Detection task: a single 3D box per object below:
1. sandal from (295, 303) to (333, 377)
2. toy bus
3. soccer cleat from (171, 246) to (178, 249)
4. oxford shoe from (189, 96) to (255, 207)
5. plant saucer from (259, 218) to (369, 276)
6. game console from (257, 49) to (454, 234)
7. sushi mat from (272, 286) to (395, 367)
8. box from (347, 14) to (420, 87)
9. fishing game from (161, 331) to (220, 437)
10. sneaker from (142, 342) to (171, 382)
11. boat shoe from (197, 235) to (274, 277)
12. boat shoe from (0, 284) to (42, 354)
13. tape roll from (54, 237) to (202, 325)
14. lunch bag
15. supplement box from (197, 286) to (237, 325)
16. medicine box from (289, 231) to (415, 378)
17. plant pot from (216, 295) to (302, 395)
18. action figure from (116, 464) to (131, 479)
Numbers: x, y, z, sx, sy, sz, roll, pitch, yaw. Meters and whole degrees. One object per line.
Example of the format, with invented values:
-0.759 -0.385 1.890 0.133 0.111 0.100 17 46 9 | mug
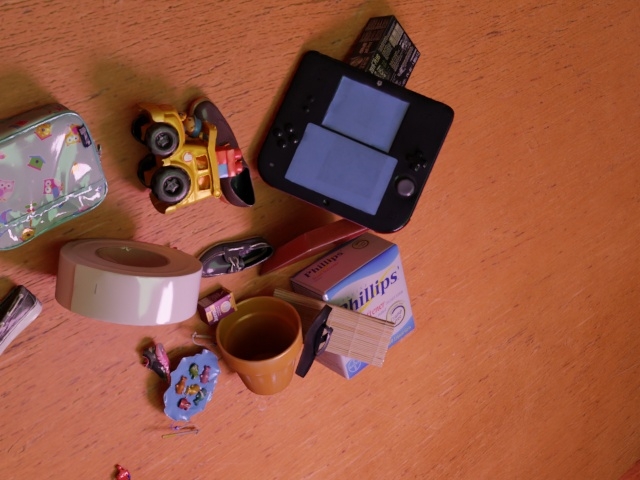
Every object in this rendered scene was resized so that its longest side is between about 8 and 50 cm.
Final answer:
-0.003 0.247 1.996 0.097 0.054 0.255 -54 166 -41 | sandal
-0.272 -0.186 1.704 0.211 0.149 0.220 -14 114 -21 | toy bus
-0.340 0.053 1.847 0.035 0.029 0.083 24 93 -52 | soccer cleat
-0.207 -0.194 1.819 0.097 0.098 0.271 -39 127 -24 | oxford shoe
0.000 0.000 1.999 0.258 0.259 0.048 -21 87 -34 | plant saucer
0.076 -0.226 1.907 0.060 0.386 0.342 30 84 -86 | game console
0.019 0.219 2.039 0.019 0.316 0.152 -66 170 -52 | sushi mat
0.154 -0.440 2.030 0.147 0.077 0.180 43 64 -42 | box
-0.300 0.349 1.954 0.189 0.041 0.264 17 91 -58 | fishing game
-0.380 0.287 1.893 0.057 0.047 0.119 -13 127 -3 | sneaker
-0.202 0.041 1.933 0.206 0.065 0.075 -21 119 -34 | boat shoe
-0.648 0.180 1.600 0.219 0.077 0.070 -52 133 -24 | boat shoe
-0.384 0.078 1.642 0.286 0.286 0.100 1 106 -41 | tape roll
-0.546 -0.120 1.549 0.279 0.107 0.224 -31 123 -29 | lunch bag
-0.248 0.157 1.951 0.083 0.043 0.055 -31 125 -28 | supplement box
0.091 0.168 2.175 0.263 0.149 0.289 -33 125 -28 | medicine box
-0.139 0.274 1.999 0.205 0.205 0.188 -35 141 -26 | plant pot
-0.461 0.579 1.934 0.038 0.030 0.115 -28 117 -37 | action figure
